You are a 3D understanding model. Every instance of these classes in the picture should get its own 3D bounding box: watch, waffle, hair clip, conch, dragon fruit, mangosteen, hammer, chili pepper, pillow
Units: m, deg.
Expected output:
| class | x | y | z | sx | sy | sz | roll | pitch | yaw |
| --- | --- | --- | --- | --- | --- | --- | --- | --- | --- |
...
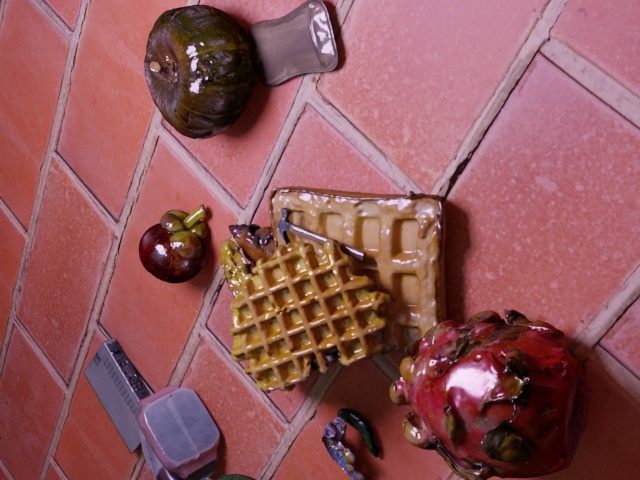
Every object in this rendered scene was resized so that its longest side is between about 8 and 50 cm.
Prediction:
| class | x | y | z | sx | sy | sz | roll | pitch | yaw |
| --- | --- | --- | --- | --- | --- | --- | --- | --- | --- |
| watch | -0.356 | 0.505 | 1.975 | 0.253 | 0.161 | 0.241 | 57 | 146 | 16 |
| waffle | 0.070 | 0.050 | 1.433 | 0.348 | 0.077 | 0.304 | 5 | 106 | 32 |
| hair clip | 0.047 | 0.420 | 1.610 | 0.116 | 0.049 | 0.172 | 45 | 158 | 47 |
| waffle | -0.129 | 0.148 | 1.589 | 0.307 | 0.060 | 0.312 | -139 | 27 | -70 |
| conch | -0.076 | 0.013 | 1.592 | 0.232 | 0.080 | 0.086 | 6 | 123 | 16 |
| dragon fruit | 0.248 | 0.240 | 1.236 | 0.291 | 0.269 | 0.250 | 9 | 109 | 28 |
| mangosteen | -0.319 | 0.003 | 1.755 | 0.156 | 0.145 | 0.181 | 43 | 128 | 28 |
| hammer | 0.000 | 0.000 | 1.412 | 0.182 | 0.017 | 0.062 | 23 | 113 | 28 |
| waffle | -0.025 | 0.144 | 1.390 | 0.283 | 0.065 | 0.310 | 25 | 107 | 10 |
| chili pepper | 0.083 | 0.372 | 1.589 | 0.118 | 0.035 | 0.055 | 46 | 153 | 12 |
| pillow | -0.054 | -0.354 | 1.469 | 0.217 | 0.033 | 0.130 | -7 | 103 | 45 |

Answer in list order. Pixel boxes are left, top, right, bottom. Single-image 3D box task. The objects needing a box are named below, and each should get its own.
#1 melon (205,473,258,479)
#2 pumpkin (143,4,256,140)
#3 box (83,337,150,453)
| class | x | y | z | sx | sy | sz | roll | pitch | yaw |
| --- | --- | --- | --- | --- | --- | --- | --- | --- | --- |
| melon | -0.162 | 0.637 | 1.801 | 0.288 | 0.182 | 0.182 | 47 | 130 | 18 |
| pumpkin | -0.245 | -0.326 | 1.537 | 0.260 | 0.189 | 0.260 | 22 | 120 | 43 |
| box | -0.527 | 0.414 | 2.155 | 0.270 | 0.045 | 0.211 | 53 | 132 | 16 |
